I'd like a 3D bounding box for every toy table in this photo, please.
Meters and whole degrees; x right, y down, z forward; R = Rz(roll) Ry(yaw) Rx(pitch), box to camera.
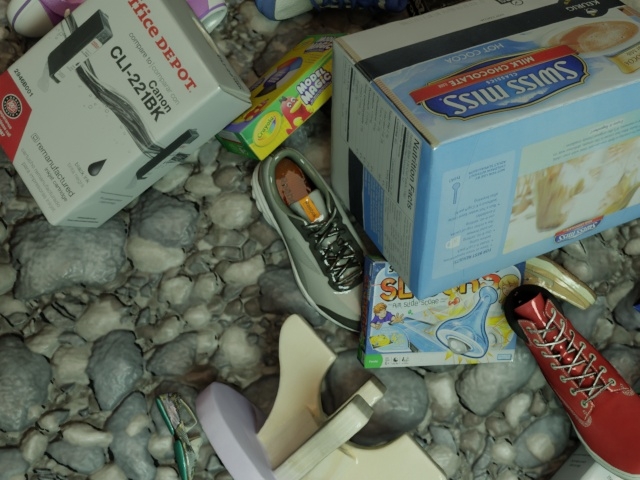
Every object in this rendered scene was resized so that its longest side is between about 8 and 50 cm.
[{"bbox_3d":[0.004,0.230,0.945,0.161,0.252,0.274,-43,93,5],"label":"toy table"}]

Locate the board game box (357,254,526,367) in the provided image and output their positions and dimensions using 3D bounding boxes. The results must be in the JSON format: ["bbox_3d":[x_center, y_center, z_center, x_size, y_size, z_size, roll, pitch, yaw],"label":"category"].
[{"bbox_3d":[0.149,0.086,1.028,0.201,0.035,0.136,-1,105,-15],"label":"board game box"}]

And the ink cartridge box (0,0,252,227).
[{"bbox_3d":[-0.253,-0.172,1.023,0.273,0.114,0.197,-36,81,11],"label":"ink cartridge box"}]

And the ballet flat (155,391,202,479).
[{"bbox_3d":[-0.166,0.239,1.020,0.041,0.041,0.114,-20,80,-8],"label":"ballet flat"}]

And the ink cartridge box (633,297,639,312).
[{"bbox_3d":[0.507,0.021,1.083,0.046,0.097,0.207,44,78,6],"label":"ink cartridge box"}]

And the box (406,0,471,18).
[{"bbox_3d":[0.243,-0.463,1.189,0.322,0.079,0.257,-21,78,-8],"label":"box"}]

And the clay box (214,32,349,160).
[{"bbox_3d":[-0.035,-0.200,1.081,0.222,0.127,0.053,-45,117,-12],"label":"clay box"}]

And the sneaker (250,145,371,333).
[{"bbox_3d":[-0.001,0.000,1.050,0.100,0.108,0.271,-33,84,-12],"label":"sneaker"}]

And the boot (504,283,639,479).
[{"bbox_3d":[0.294,0.152,0.941,0.088,0.244,0.176,-37,122,3],"label":"boot"}]

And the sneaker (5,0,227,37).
[{"bbox_3d":[-0.262,-0.298,1.107,0.282,0.102,0.161,-23,83,-9],"label":"sneaker"}]

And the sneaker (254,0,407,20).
[{"bbox_3d":[0.050,-0.349,1.091,0.296,0.112,0.131,-24,80,20],"label":"sneaker"}]

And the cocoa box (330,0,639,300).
[{"bbox_3d":[0.212,-0.128,0.969,0.347,0.231,0.228,-19,47,-17],"label":"cocoa box"}]

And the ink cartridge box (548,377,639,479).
[{"bbox_3d":[0.437,0.285,1.007,0.278,0.117,0.201,-44,83,-11],"label":"ink cartridge box"}]

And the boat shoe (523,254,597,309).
[{"bbox_3d":[0.263,0.046,1.085,0.190,0.068,0.072,32,89,14],"label":"boat shoe"}]
